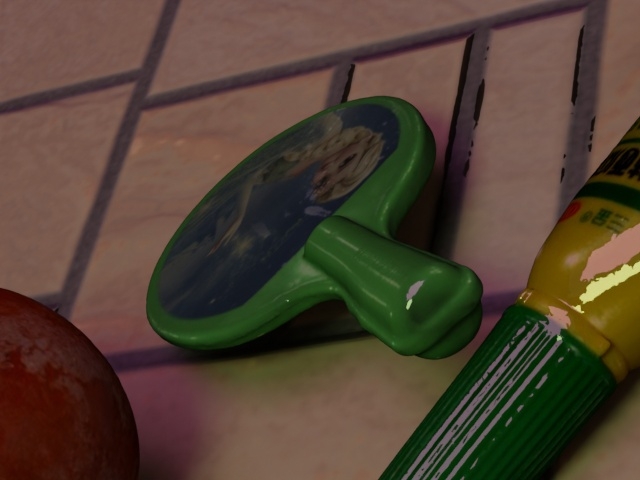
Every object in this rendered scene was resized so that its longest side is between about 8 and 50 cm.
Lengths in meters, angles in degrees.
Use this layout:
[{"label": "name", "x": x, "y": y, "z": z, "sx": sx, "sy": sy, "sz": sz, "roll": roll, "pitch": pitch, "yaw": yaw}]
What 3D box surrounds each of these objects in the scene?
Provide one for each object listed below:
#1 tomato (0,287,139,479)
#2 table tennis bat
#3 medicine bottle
[{"label": "tomato", "x": -0.168, "y": 0.108, "z": 0.717, "sx": 0.187, "sy": 0.151, "sz": 0.187, "roll": -14, "pitch": 49, "yaw": 16}, {"label": "table tennis bat", "x": 0.000, "y": 0.000, "z": 0.760, "sx": 0.160, "sy": 0.039, "sz": 0.257, "roll": -43, "pitch": 26, "yaw": -7}, {"label": "medicine bottle", "x": 0.114, "y": 0.021, "z": 0.675, "sx": 0.260, "sy": 0.064, "sz": 0.095, "roll": -50, "pitch": 23, "yaw": -10}]
